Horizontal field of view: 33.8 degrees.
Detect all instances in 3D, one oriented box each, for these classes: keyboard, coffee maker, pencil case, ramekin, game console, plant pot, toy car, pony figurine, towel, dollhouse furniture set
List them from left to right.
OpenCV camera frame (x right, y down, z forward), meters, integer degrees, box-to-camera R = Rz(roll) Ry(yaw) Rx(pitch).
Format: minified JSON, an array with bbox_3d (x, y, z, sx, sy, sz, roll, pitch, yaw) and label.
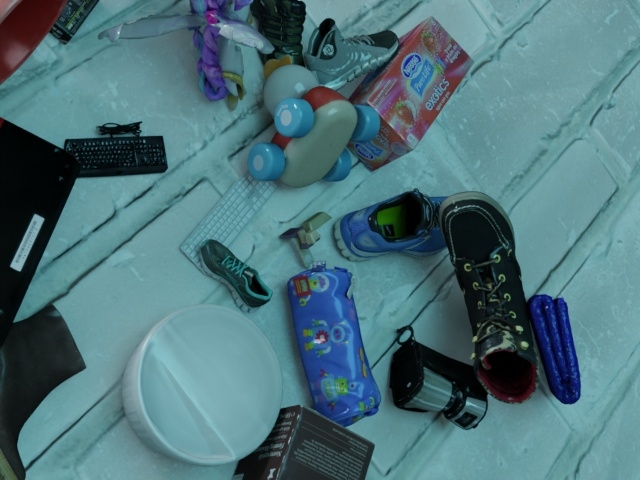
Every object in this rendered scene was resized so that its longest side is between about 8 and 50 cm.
[{"bbox_3d":[-0.589,-0.051,1.632,0.342,0.060,0.386,29,56,-21],"label":"game console"},{"bbox_3d":[-0.569,-0.402,1.670,0.243,0.275,0.275,40,57,-5],"label":"plant pot"},{"bbox_3d":[-0.359,-0.165,1.862,0.192,0.038,0.100,-7,79,-36],"label":"keyboard"},{"bbox_3d":[-0.210,0.249,1.776,0.273,0.127,0.272,11,69,-32],"label":"ramekin"},{"bbox_3d":[-0.187,-0.425,1.885,0.351,0.303,0.363,-5,105,-71],"label":"pony figurine"},{"bbox_3d":[-0.166,-0.047,1.969,0.072,0.014,0.256,46,56,-14],"label":"keyboard"},{"bbox_3d":[-0.052,-0.246,2.036,0.219,0.210,0.238,-2,48,-44],"label":"toy car"},{"bbox_3d":[0.000,0.000,2.033,0.114,0.091,0.081,-37,112,-39],"label":"dollhouse furniture set"},{"bbox_3d":[0.027,0.192,1.953,0.119,0.133,0.306,8,68,-67],"label":"pencil case"},{"bbox_3d":[0.238,0.270,2.076,0.178,0.120,0.171,25,62,-26],"label":"coffee maker"},{"bbox_3d":[0.488,0.217,2.172,0.076,0.308,0.227,-17,84,8],"label":"towel"}]

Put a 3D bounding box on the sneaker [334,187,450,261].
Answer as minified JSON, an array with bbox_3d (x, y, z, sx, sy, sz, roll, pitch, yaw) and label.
[{"bbox_3d":[0.195,-0.033,2.125,0.330,0.147,0.129,-12,83,-37],"label":"sneaker"}]

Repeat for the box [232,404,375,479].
[{"bbox_3d":[-0.040,0.415,1.812,0.167,0.168,0.203,33,59,-22],"label":"box"}]

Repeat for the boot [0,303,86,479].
[{"bbox_3d":[-0.452,0.239,1.638,0.207,0.090,0.248,-23,85,-35],"label":"boot"}]

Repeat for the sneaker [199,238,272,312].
[{"bbox_3d":[-0.147,0.057,1.904,0.166,0.076,0.065,47,54,-19],"label":"sneaker"}]

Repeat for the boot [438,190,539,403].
[{"bbox_3d":[0.333,0.114,2.051,0.284,0.138,0.377,-90,164,-46],"label":"boot"}]

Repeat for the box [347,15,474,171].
[{"bbox_3d":[0.170,-0.306,2.192,0.142,0.154,0.300,44,57,-13],"label":"box"}]

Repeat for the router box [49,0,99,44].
[{"bbox_3d":[-0.456,-0.424,1.876,0.092,0.038,0.122,38,57,-19],"label":"router box"}]

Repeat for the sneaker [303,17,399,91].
[{"bbox_3d":[0.059,-0.398,2.113,0.229,0.086,0.132,-37,125,-24],"label":"sneaker"}]

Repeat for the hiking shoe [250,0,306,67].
[{"bbox_3d":[-0.073,-0.424,2.087,0.086,0.114,0.226,-17,85,-36],"label":"hiking shoe"}]
